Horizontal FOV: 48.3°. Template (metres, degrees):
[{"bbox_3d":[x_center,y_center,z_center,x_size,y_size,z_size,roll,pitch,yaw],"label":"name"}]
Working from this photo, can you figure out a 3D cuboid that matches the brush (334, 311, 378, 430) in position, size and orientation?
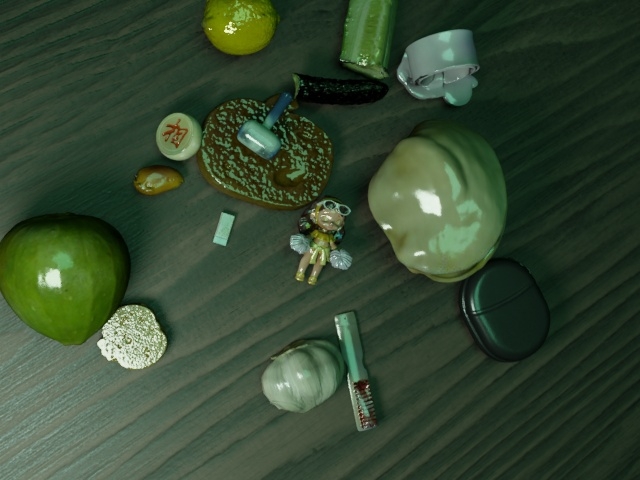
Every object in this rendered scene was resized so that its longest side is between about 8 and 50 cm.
[{"bbox_3d":[0.099,0.354,1.929,0.060,0.050,0.321,-12,88,-13],"label":"brush"}]

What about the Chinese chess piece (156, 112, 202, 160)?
[{"bbox_3d":[-0.359,-0.264,1.815,0.122,0.051,0.122,-3,81,21],"label":"Chinese chess piece"}]

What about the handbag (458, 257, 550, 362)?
[{"bbox_3d":[0.531,0.196,2.042,0.254,0.093,0.308,-29,94,-16],"label":"handbag"}]

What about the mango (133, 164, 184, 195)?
[{"bbox_3d":[-0.412,-0.154,1.814,0.127,0.063,0.077,-10,84,-22],"label":"mango"}]

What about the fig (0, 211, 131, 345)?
[{"bbox_3d":[-0.580,0.092,1.635,0.316,0.316,0.316,1,85,-16],"label":"fig"}]

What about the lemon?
[{"bbox_3d":[-0.208,-0.573,1.851,0.193,0.180,0.180,-24,93,5],"label":"lemon"}]

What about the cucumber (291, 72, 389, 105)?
[{"bbox_3d":[0.060,-0.409,1.951,0.303,0.072,0.081,-1,86,-28],"label":"cucumber"}]

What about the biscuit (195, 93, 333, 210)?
[{"bbox_3d":[-0.142,-0.246,1.902,0.367,0.063,0.314,18,77,-15],"label":"biscuit"}]

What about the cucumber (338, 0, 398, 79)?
[{"bbox_3d":[0.148,-0.617,1.998,0.145,0.105,0.325,9,82,12],"label":"cucumber"}]

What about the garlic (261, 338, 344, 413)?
[{"bbox_3d":[-0.030,0.351,1.845,0.229,0.143,0.178,-29,92,-25],"label":"garlic"}]

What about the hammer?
[{"bbox_3d":[-0.126,-0.309,1.851,0.116,0.069,0.194,35,69,-11],"label":"hammer"}]

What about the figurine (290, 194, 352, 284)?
[{"bbox_3d":[0.000,-0.002,1.894,0.175,0.116,0.240,18,87,-14],"label":"figurine"}]

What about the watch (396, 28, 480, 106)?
[{"bbox_3d":[0.356,-0.489,1.984,0.248,0.217,0.210,-10,89,-16],"label":"watch"}]

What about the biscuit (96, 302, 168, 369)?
[{"bbox_3d":[-0.469,0.242,1.773,0.170,0.050,0.170,0,89,-9],"label":"biscuit"}]

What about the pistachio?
[{"bbox_3d":[0.313,-0.111,1.909,0.365,0.281,0.445,-3,78,11],"label":"pistachio"}]

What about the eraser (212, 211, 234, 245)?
[{"bbox_3d":[-0.254,-0.029,1.871,0.038,0.019,0.083,18,81,-15],"label":"eraser"}]
